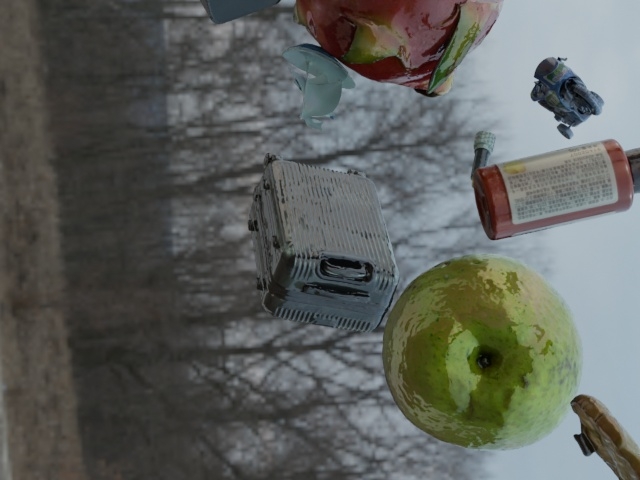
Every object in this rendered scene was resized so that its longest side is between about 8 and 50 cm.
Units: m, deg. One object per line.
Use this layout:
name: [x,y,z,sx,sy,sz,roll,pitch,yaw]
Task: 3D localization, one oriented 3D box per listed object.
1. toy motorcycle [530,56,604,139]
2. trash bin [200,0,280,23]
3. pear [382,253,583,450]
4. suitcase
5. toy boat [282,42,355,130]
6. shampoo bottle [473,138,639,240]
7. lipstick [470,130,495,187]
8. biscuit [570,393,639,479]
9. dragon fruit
toy motorcycle: [0.431,-0.261,2.134,0.135,0.092,0.254,45,-1,1]
trash bin: [-0.131,-0.387,1.382,0.165,0.115,0.225,86,-18,-60]
pear: [0.295,0.205,2.137,0.391,0.391,0.391,178,-90,-84]
suitcase: [0.000,0.000,1.829,0.312,0.202,0.128,-103,-151,-52]
toy boat: [0.006,-0.208,1.601,0.034,0.105,0.149,-54,-137,41]
shampoo bottle: [0.356,-0.078,1.636,0.104,0.278,0.104,168,-90,-89]
lipstick: [0.272,-0.131,2.035,0.037,0.037,0.116,99,6,-60]
biscuit: [0.356,0.271,1.329,0.203,0.041,0.260,48,-5,48]
dragon fruit: [0.093,-0.320,1.656,0.189,0.291,0.290,-61,-159,26]
